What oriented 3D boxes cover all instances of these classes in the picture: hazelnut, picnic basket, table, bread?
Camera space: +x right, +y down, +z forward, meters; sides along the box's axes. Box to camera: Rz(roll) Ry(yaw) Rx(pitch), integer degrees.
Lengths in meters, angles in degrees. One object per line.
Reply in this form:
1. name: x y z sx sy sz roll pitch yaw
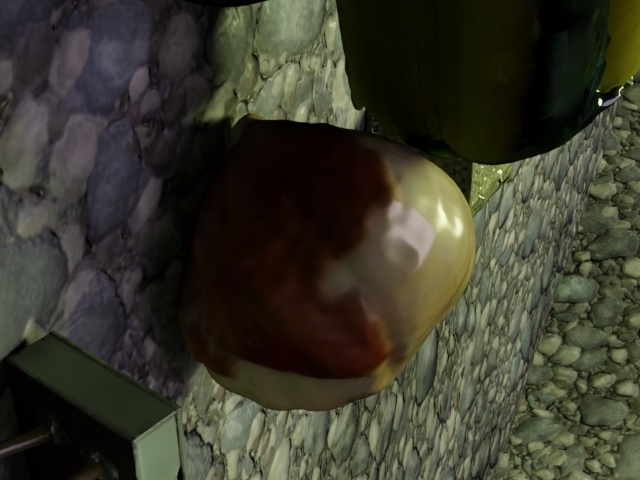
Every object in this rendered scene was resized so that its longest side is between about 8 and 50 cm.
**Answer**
1. hazelnut: 0.000 0.000 0.975 0.261 0.241 0.261 -41 167 -12
2. picnic basket: 0.142 -0.099 1.399 0.196 0.134 0.154 -43 137 -59
3. table: -0.159 0.200 0.783 0.111 0.121 0.240 -34 135 -39
4. bread: 0.119 -0.235 0.835 0.208 0.251 0.376 -37 141 -20

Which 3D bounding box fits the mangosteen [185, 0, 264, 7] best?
1. mangosteen: -0.054 -0.245 0.683 0.243 0.243 0.243 12 90 -70
